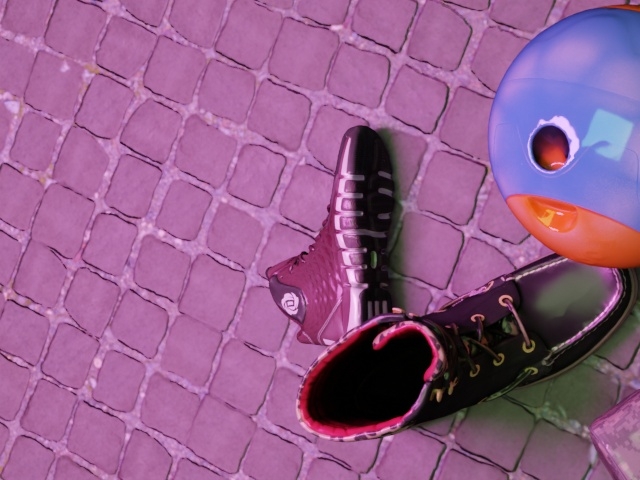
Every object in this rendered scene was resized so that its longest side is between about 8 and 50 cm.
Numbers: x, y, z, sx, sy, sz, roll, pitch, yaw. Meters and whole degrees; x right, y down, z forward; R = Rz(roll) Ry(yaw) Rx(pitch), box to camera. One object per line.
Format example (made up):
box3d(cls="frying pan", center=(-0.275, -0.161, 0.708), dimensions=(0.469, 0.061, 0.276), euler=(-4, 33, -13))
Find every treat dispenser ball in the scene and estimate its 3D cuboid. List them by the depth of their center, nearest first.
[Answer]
box3d(cls="treat dispenser ball", center=(0.327, -0.113, 1.668), dimensions=(0.288, 0.288, 0.288), euler=(0, 89, 22))

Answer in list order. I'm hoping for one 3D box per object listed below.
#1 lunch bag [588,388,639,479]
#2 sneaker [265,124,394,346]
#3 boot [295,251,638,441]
box3d(cls="lunch bag", center=(0.466, 0.253, 1.662), dimensions=(0.256, 0.212, 0.305), euler=(-32, 78, 2))
box3d(cls="sneaker", center=(0.000, 0.000, 1.906), dimensions=(0.162, 0.106, 0.281), euler=(-3, 82, 33))
box3d(cls="boot", center=(0.164, 0.118, 1.734), dimensions=(0.377, 0.284, 0.138), euler=(-27, 79, 21))
